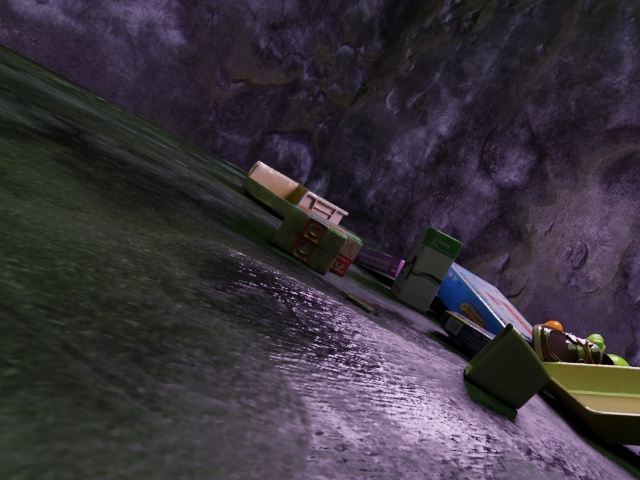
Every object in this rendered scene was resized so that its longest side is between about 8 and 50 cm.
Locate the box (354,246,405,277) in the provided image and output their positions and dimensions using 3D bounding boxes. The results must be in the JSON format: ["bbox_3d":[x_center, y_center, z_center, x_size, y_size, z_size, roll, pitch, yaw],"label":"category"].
[{"bbox_3d":[0.265,0.100,1.690,0.293,0.057,0.200,22,-2,-40],"label":"box"}]

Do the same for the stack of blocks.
[{"bbox_3d":[0.000,0.000,1.180,0.171,0.087,0.297,31,5,0],"label":"stack of blocks"}]

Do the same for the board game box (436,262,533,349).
[{"bbox_3d":[0.477,0.213,1.477,0.301,0.086,0.308,27,20,-37],"label":"board game box"}]

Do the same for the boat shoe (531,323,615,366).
[{"bbox_3d":[0.660,0.291,1.361,0.123,0.124,0.341,-19,-37,41],"label":"boat shoe"}]

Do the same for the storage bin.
[{"bbox_3d":[-0.092,-0.132,1.780,0.262,0.123,0.260,35,6,37],"label":"storage bin"}]

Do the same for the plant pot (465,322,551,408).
[{"bbox_3d":[0.313,0.211,0.870,0.096,0.109,0.109,45,8,14],"label":"plant pot"}]

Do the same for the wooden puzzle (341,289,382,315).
[{"bbox_3d":[0.073,0.113,0.947,0.083,0.006,0.049,32,5,12],"label":"wooden puzzle"}]

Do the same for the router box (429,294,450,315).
[{"bbox_3d":[0.418,0.228,1.634,0.178,0.046,0.133,33,5,29],"label":"router box"}]

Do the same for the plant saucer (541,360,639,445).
[{"bbox_3d":[0.658,0.346,1.105,0.332,0.081,0.333,3,3,4],"label":"plant saucer"}]

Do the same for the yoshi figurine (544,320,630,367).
[{"bbox_3d":[0.862,0.402,1.726,0.203,0.203,0.362,36,6,-16],"label":"yoshi figurine"}]

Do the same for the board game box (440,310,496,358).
[{"bbox_3d":[0.357,0.230,1.163,0.194,0.060,0.194,32,4,22],"label":"board game box"}]

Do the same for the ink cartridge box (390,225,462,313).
[{"bbox_3d":[0.279,0.074,1.416,0.086,0.209,0.153,27,4,-3],"label":"ink cartridge box"}]
